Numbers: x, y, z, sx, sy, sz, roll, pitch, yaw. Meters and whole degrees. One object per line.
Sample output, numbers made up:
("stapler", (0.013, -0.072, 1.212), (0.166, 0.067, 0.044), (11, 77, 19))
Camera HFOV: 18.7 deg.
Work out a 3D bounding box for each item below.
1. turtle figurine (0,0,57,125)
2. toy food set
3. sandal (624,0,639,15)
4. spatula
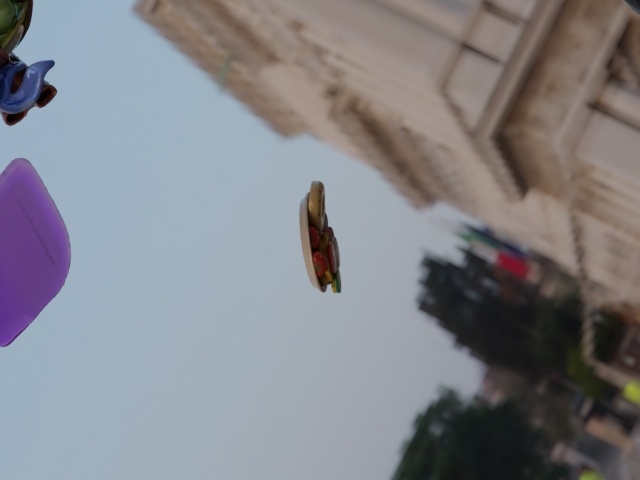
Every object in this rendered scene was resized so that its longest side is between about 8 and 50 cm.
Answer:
("turtle figurine", (-0.307, -0.228, 1.470), (0.266, 0.275, 0.197), (-83, 12, -56))
("toy food set", (0.000, 0.000, 1.526), (0.082, 0.020, 0.083), (66, -162, -62))
("sandal", (0.159, -0.195, 0.947), (0.107, 0.446, 0.167), (-40, 25, 37))
("spatula", (-0.223, 0.070, 1.206), (0.030, 0.084, 0.296), (-14, -29, -38))
